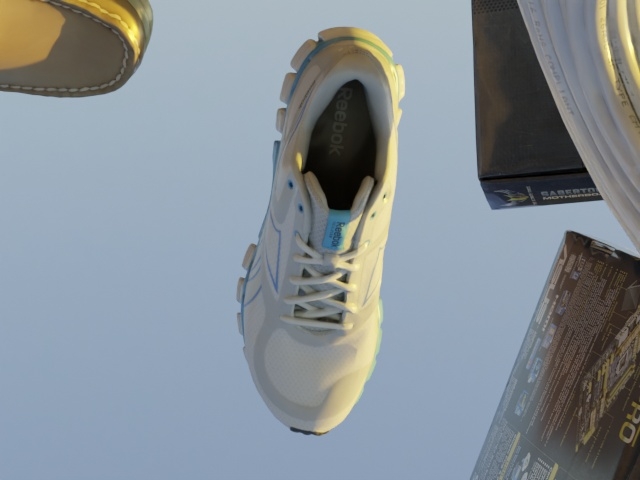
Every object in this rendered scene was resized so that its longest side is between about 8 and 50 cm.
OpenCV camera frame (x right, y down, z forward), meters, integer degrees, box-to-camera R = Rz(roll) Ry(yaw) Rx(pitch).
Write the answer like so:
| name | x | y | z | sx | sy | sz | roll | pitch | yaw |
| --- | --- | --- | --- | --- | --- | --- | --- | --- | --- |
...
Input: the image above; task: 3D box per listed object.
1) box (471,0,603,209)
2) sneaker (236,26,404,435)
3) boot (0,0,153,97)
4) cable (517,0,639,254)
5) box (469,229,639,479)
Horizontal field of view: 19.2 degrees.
| name | x | y | z | sx | sy | sz | roll | pitch | yaw |
| --- | --- | --- | --- | --- | --- | --- | --- | --- | --- |
| box | 0.202 | -0.143 | 1.347 | 0.183 | 0.233 | 0.059 | -5 | 157 | 14 |
| sneaker | 0.000 | 0.000 | 0.859 | 0.071 | 0.191 | 0.083 | 4 | -170 | -3 |
| boot | -0.168 | -0.056 | 0.708 | 0.213 | 0.077 | 0.165 | 12 | -137 | -16 |
| cable | 0.156 | -0.071 | 0.720 | 0.089 | 0.257 | 0.257 | -25 | 166 | -8 |
| box | 0.188 | 0.202 | 1.378 | 0.097 | 0.395 | 0.318 | 21 | -177 | -9 |
